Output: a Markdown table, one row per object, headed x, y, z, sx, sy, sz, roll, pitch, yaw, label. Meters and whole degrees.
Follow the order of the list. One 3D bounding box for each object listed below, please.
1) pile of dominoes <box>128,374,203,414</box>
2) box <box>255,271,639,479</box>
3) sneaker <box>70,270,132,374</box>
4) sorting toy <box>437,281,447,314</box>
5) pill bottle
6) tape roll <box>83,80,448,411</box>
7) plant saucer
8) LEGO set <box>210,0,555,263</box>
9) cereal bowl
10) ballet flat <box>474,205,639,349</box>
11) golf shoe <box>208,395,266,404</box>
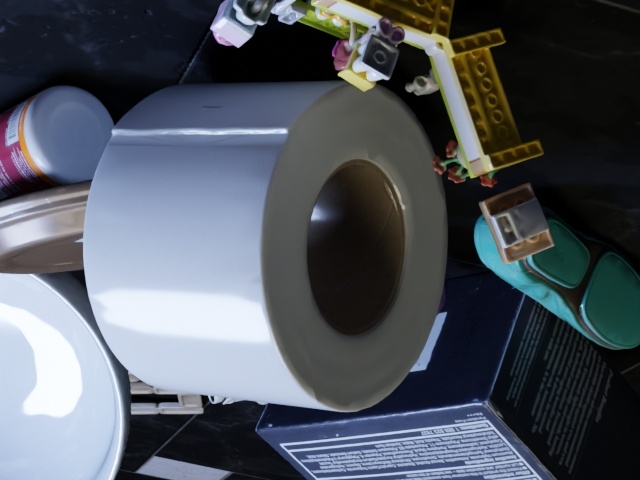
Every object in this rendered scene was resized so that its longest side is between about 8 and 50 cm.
| x | y | z | sx | sy | sz | roll | pitch | yaw | label |
| --- | --- | --- | --- | --- | --- | --- | --- | --- | --- |
| -0.275 | 0.173 | 2.041 | 0.251 | 0.040 | 0.196 | 0 | 157 | -3 | pile of dominoes |
| 0.151 | 0.198 | 1.652 | 0.296 | 0.182 | 0.294 | -12 | 131 | 40 | box |
| -0.237 | 0.099 | 1.744 | 0.091 | 0.094 | 0.258 | -15 | 149 | 34 | sneaker |
| -0.040 | 0.048 | 1.580 | 0.366 | 0.127 | 0.126 | 0 | 179 | 24 | sorting toy |
| -0.244 | -0.070 | 1.354 | 0.086 | 0.086 | 0.152 | 24 | 153 | -34 | pill bottle |
| -0.037 | 0.001 | 1.223 | 0.169 | 0.246 | 0.246 | 2 | 159 | 36 | tape roll |
| -0.178 | -0.013 | 1.395 | 0.278 | 0.041 | 0.278 | -10 | 172 | -1 | plant saucer |
| 0.052 | -0.104 | 1.118 | 0.287 | 0.132 | 0.107 | 40 | 153 | -16 | LEGO set |
| -0.346 | 0.140 | 1.583 | 0.339 | 0.338 | 0.141 | 8 | -162 | 1 | cereal bowl |
| 0.217 | 0.026 | 1.466 | 0.087 | 0.083 | 0.247 | 21 | 171 | 42 | ballet flat |
| -0.097 | 0.149 | 1.815 | 0.067 | 0.086 | 0.186 | 35 | 168 | 27 | golf shoe |
